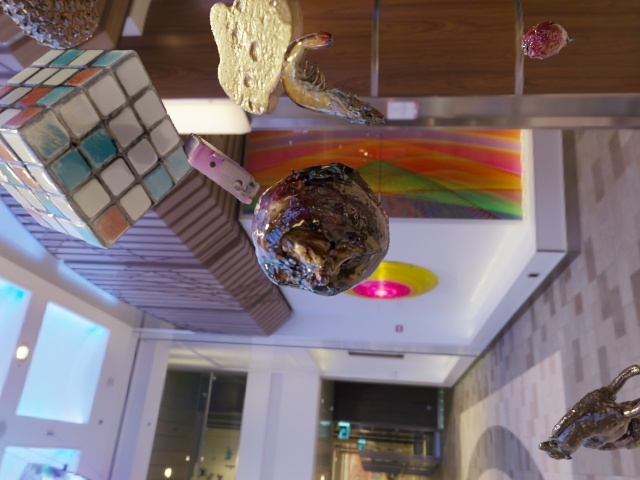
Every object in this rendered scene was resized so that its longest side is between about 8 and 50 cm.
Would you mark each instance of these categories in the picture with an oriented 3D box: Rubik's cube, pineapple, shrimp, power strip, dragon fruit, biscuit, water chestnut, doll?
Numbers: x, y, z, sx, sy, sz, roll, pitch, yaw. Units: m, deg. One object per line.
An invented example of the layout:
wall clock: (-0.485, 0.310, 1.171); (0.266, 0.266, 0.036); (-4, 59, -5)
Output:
Rubik's cube: (-0.438, -0.176, 0.944); (0.256, 0.253, 0.259); (-55, -37, -30)
pineapple: (-0.637, -0.564, 1.096); (0.362, 0.201, 0.202); (25, -113, -81)
shrimp: (0.021, -0.236, 0.751); (0.034, 0.178, 0.124); (-46, -27, -44)
power strip: (-0.166, -0.123, 0.833); (0.038, 0.109, 0.279); (-54, 22, 2)
dragon fruit: (0.607, -0.528, 1.344); (0.094, 0.190, 0.094); (41, 142, 44)
biscuit: (-0.178, -0.515, 1.348); (0.057, 0.287, 0.344); (-31, -26, -47)
water chestnut: (0.000, 0.000, 1.202); (0.347, 0.334, 0.336); (-88, -5, -49)
doll: (0.355, 0.227, 0.640); (0.139, 0.165, 0.057); (32, -156, -34)
